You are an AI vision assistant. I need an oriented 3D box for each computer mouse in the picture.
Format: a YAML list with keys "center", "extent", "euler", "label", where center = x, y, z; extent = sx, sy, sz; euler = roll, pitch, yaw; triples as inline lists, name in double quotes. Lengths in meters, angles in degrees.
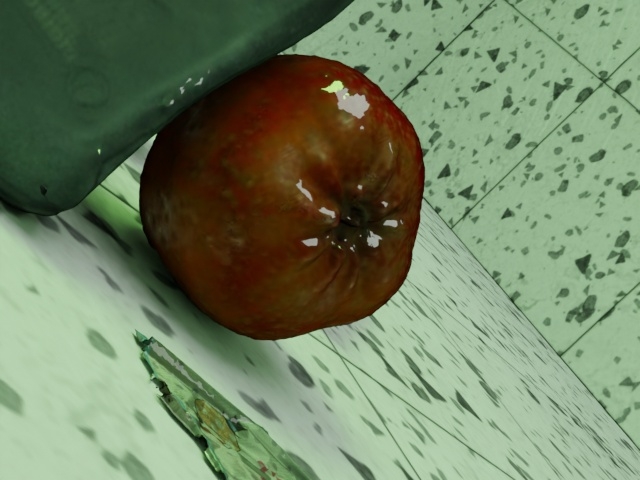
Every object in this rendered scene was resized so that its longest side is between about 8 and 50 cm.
- center: [-0.102, -0.162, 0.719]
  extent: [0.122, 0.371, 0.188]
  euler: [-12, -63, 56]
  label: "computer mouse"

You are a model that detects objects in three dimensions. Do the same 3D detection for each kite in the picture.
- center: [0.028, 0.182, 0.571]
  extent: [0.406, 0.014, 0.368]
  euler: [51, 9, 34]
  label: "kite"

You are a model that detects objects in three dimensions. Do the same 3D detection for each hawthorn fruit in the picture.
- center: [-0.035, -0.036, 0.811]
  extent: [0.200, 0.179, 0.179]
  euler: [30, -5, 44]
  label: "hawthorn fruit"
